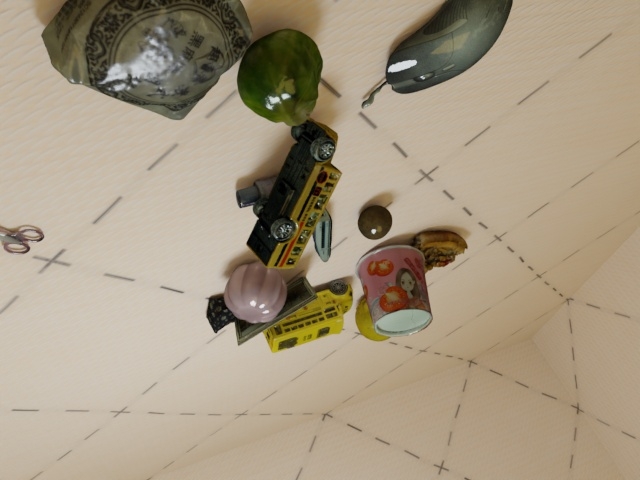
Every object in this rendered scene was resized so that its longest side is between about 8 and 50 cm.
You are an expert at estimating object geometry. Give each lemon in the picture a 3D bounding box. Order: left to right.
[{"bbox_3d":[0.212,0.286,2.122,0.173,0.173,0.206,-28,137,3],"label":"lemon"}]

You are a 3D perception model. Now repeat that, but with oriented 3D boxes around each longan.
[{"bbox_3d":[0.159,-0.054,1.642,0.106,0.106,0.119,-46,-174,30],"label":"longan"}]

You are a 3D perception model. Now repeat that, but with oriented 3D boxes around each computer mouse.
[{"bbox_3d":[0.247,-0.386,1.206,0.379,0.090,0.167,-36,147,18],"label":"computer mouse"}]

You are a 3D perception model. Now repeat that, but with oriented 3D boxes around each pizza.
[{"bbox_3d":[0.365,0.055,1.986,0.287,0.074,0.251,-36,146,12],"label":"pizza"}]

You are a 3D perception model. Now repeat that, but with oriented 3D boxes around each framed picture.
[{"bbox_3d":[-0.143,0.206,1.721,0.274,0.217,0.017,-31,107,-5],"label":"framed picture"}]

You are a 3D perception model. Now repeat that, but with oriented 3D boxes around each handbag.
[{"bbox_3d":[-0.278,0.209,1.745,0.139,0.072,0.115,-23,150,-32],"label":"handbag"}]

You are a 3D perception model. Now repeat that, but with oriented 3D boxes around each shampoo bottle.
[{"bbox_3d":[-0.096,-0.123,1.363,0.214,0.072,0.072,-16,148,-18],"label":"shampoo bottle"}]

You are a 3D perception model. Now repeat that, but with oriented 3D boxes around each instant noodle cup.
[{"bbox_3d":[0.249,0.175,1.868,0.243,0.231,0.243,-5,144,-4],"label":"instant noodle cup"}]

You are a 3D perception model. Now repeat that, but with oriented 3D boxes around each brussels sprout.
[{"bbox_3d":[-0.074,-0.297,1.047,0.161,0.143,0.181,-50,148,-31],"label":"brussels sprout"}]

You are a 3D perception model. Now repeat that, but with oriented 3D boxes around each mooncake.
[{"bbox_3d":[-0.259,-0.312,0.882,0.254,0.136,0.250,-42,150,26],"label":"mooncake"}]

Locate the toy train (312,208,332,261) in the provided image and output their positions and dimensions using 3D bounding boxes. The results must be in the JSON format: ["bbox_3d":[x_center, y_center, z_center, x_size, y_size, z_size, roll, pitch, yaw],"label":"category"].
[{"bbox_3d":[0.001,0.000,1.635,0.048,0.055,0.252,-19,148,-13],"label":"toy train"}]

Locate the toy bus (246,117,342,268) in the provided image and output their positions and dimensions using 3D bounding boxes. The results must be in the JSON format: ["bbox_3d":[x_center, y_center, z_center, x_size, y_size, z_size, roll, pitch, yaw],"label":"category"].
[{"bbox_3d":[-0.051,-0.101,1.282,0.123,0.121,0.336,12,113,-41],"label":"toy bus"}]

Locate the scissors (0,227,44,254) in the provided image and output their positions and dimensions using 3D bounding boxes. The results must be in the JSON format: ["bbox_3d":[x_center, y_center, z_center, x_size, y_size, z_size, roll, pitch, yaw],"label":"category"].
[{"bbox_3d":[-0.654,-0.013,1.148,0.085,0.022,0.176,-34,151,15],"label":"scissors"}]

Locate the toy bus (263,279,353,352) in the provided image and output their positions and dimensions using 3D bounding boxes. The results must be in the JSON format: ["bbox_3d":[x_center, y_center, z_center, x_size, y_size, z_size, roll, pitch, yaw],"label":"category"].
[{"bbox_3d":[-0.031,0.257,1.910,0.330,0.152,0.144,-15,147,-18],"label":"toy bus"}]

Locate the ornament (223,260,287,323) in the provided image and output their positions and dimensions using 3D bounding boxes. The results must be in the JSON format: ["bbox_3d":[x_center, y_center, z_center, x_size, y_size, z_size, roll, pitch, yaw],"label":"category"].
[{"bbox_3d":[-0.182,0.142,1.614,0.177,0.177,0.177,-19,149,-12],"label":"ornament"}]
